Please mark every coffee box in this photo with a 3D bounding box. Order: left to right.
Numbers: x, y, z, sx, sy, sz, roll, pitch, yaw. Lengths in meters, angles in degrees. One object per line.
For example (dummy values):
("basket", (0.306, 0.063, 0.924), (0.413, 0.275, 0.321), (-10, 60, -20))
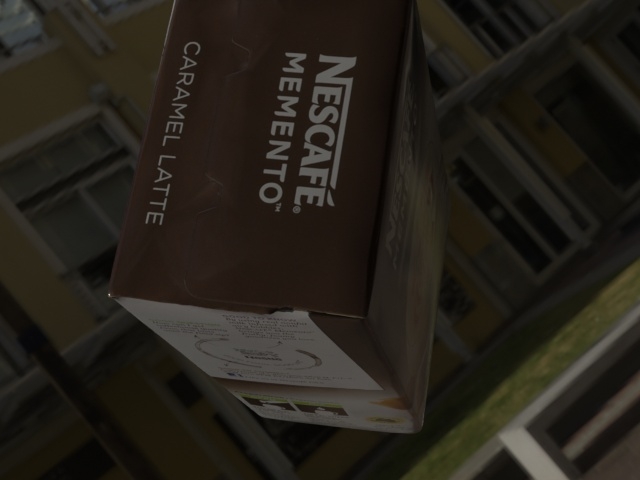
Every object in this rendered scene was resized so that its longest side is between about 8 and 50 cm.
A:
("coffee box", (0.000, 0.000, 0.520), (0.246, 0.098, 0.141), (61, -144, -69))
